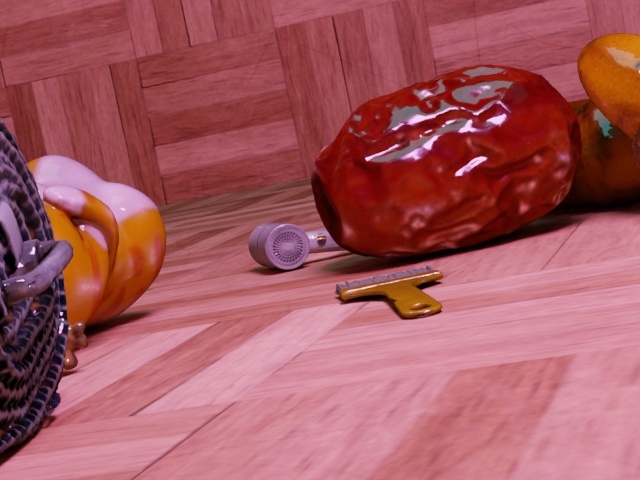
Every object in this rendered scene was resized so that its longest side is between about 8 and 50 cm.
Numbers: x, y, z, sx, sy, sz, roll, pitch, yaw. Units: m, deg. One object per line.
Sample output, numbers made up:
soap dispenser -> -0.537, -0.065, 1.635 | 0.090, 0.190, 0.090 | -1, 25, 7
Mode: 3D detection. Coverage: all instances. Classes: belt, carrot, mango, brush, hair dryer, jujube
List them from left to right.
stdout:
belt -> -0.234, 0.024, 0.878 | 0.160, 0.207, 0.295 | -13, 7, 3
hair dryer -> 0.000, 0.000, 1.533 | 0.137, 0.047, 0.082 | -7, 3, -15
brush -> 0.061, 0.041, 1.129 | 0.083, 0.011, 0.205 | -11, 6, -5
jujube -> 0.118, -0.070, 1.393 | 0.250, 0.174, 0.174 | -23, 7, -8
carrot -> 0.240, -0.082, 1.524 | 0.114, 0.114, 0.302 | -15, 4, -38
mango -> 0.378, -0.118, 1.344 | 0.294, 0.120, 0.177 | 1, 34, -2

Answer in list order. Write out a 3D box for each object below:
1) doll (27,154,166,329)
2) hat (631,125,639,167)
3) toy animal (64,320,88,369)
doll -> -0.241, 0.014, 1.276 | 0.166, 0.162, 0.269 | 21, 6, 10
hat -> 0.329, -0.047, 1.247 | 0.146, 0.067, 0.146 | 11, -28, 6
toy animal -> -0.309, 0.098, 1.076 | 0.275, 0.054, 0.149 | -13, 2, 7
